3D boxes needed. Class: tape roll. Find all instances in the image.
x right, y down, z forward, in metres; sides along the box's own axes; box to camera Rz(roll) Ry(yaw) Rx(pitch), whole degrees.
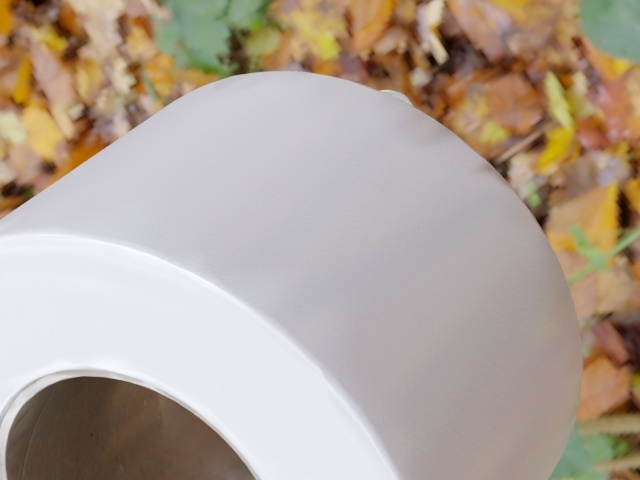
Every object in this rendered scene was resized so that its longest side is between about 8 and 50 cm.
[{"bbox_3d":[-0.033,0.071,0.636,0.246,0.169,0.246,13,122,22],"label":"tape roll"}]

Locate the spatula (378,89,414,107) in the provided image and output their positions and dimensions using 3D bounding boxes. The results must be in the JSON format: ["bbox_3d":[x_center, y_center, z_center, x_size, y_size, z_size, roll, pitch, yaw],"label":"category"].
[{"bbox_3d":[0.000,0.000,0.844,0.242,0.168,0.019,56,-159,-56],"label":"spatula"}]
